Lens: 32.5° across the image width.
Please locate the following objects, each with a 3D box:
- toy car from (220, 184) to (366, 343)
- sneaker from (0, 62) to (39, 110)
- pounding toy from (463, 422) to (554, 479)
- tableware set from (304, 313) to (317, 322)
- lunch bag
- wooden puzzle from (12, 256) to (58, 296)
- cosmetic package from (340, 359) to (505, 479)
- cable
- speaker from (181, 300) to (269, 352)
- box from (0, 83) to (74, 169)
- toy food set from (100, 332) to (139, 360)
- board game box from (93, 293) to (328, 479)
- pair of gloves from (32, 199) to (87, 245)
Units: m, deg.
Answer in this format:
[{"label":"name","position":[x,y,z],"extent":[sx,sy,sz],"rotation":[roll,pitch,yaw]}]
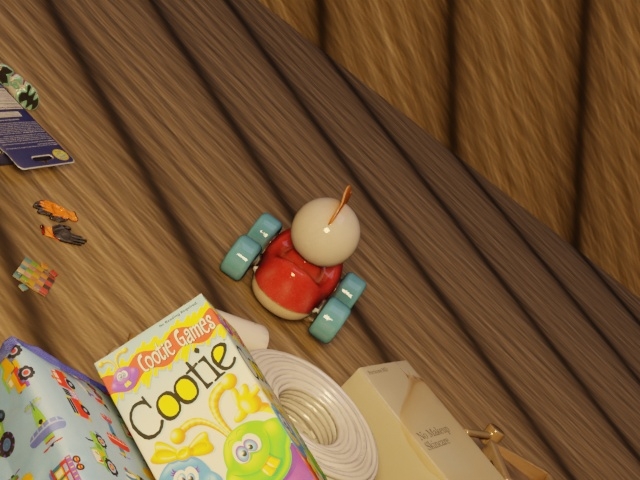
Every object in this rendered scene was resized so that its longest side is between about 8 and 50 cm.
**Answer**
[{"label":"toy car","position":[0.000,0.000,1.797],"extent":[0.219,0.238,0.210],"rotation":[36,27,1]},{"label":"sneaker","position":[-0.498,-0.254,1.771],"extent":[0.069,0.038,0.098],"rotation":[32,-17,50]},{"label":"pounding toy","position":[0.283,0.384,1.784],"extent":[0.181,0.094,0.206],"rotation":[30,14,-12]},{"label":"tableware set","position":[-0.032,0.089,1.909],"extent":[0.168,0.020,0.141],"rotation":[45,22,9]},{"label":"lunch bag","position":[-0.226,0.251,1.165],"extent":[0.221,0.138,0.293],"rotation":[53,14,33]},{"label":"wooden puzzle","position":[-0.375,0.047,1.441],"extent":[0.049,0.006,0.083],"rotation":[36,22,-13]},{"label":"cosmetic package","position":[0.153,0.333,1.630],"extent":[0.309,0.113,0.160],"rotation":[51,24,21]},{"label":"cable","position":[-0.037,0.254,1.492],"extent":[0.257,0.089,0.257],"rotation":[24,28,-37]},{"label":"speaker","position":[-0.143,0.131,1.599],"extent":[0.136,0.055,0.055],"rotation":[24,27,-37]},{"label":"box","position":[-0.485,-0.177,1.644],"extent":[0.225,0.036,0.136],"rotation":[44,22,12]},{"label":"toy food set","position":[-0.233,0.155,1.451],"extent":[0.078,0.019,0.122],"rotation":[41,22,1]},{"label":"board game box","position":[-0.101,0.221,1.170],"extent":[0.275,0.144,0.142],"rotation":[55,-3,25]},{"label":"pair of gloves","position":[-0.373,-0.026,1.576],"extent":[0.074,0.010,0.083],"rotation":[19,31,-43]}]
